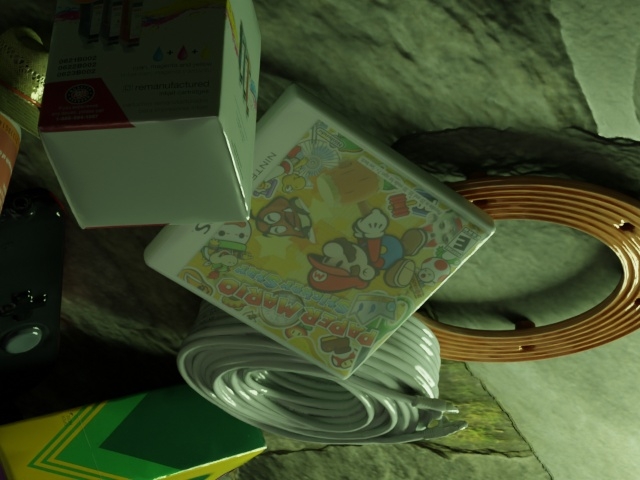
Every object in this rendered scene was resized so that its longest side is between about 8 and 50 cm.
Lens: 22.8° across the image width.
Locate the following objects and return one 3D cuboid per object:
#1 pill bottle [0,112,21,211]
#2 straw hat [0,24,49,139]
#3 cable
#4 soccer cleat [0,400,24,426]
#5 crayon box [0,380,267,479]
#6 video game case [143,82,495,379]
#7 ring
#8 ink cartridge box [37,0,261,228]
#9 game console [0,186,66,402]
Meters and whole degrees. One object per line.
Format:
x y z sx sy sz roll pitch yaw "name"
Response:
-0.320 -0.012 1.260 0.121 0.216 0.121 8 154 4 "pill bottle"
-0.231 -0.131 1.219 0.061 0.144 0.144 -52 134 0 "straw hat"
-0.008 0.122 1.565 0.257 0.089 0.257 30 150 -29 "cable"
-0.480 0.184 1.711 0.318 0.108 0.116 23 145 -35 "soccer cleat"
-0.288 0.273 1.726 0.313 0.106 0.363 -8 160 -42 "crayon box"
0.000 0.000 1.354 0.227 0.026 0.206 32 115 -26 "video game case"
0.174 0.027 1.496 0.337 0.032 0.336 1 149 1 "ring"
-0.117 -0.116 1.136 0.128 0.176 0.127 -4 146 7 "ink cartridge box"
-0.429 0.096 1.472 0.386 0.060 0.342 -15 155 -21 "game console"
